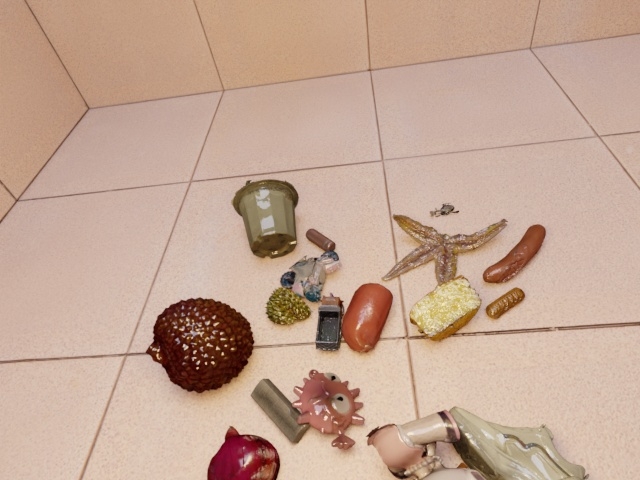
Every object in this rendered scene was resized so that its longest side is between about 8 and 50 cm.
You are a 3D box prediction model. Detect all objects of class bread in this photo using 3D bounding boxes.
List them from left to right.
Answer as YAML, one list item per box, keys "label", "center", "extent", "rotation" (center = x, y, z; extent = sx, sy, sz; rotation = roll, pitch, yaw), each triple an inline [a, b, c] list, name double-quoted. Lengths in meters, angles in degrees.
- label: "bread"
  center: [0.405, 0.235, 1.383]
  extent: [0.229, 0.139, 0.143]
  rotation: [-31, 50, -3]
- label: "bread"
  center: [0.618, 0.209, 1.429]
  extent: [0.157, 0.044, 0.052]
  rotation: [-29, 51, -16]

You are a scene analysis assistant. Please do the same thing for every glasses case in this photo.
- label: "glasses case"
  center: [-0.123, 0.506, 1.278]
  extent: [0.205, 0.047, 0.070]
  rotation: [34, 91, 36]

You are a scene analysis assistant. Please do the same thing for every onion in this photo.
- label: "onion"
  center: [-0.225, 0.596, 1.179]
  extent: [0.195, 0.139, 0.218]
  rotation: [-29, 44, -7]

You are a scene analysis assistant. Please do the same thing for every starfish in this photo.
- label: "starfish"
  center: [0.440, 0.026, 1.591]
  extent: [0.398, 0.132, 0.383]
  rotation: [23, 63, 12]

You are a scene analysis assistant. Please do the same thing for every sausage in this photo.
- label: "sausage"
  center: [0.155, 0.245, 1.426]
  extent: [0.148, 0.148, 0.254]
  rotation: [16, 51, 25]
- label: "sausage"
  center: [0.707, 0.056, 1.537]
  extent: [0.327, 0.079, 0.087]
  rotation: [-38, 51, -21]

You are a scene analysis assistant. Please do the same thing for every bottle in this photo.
- label: "bottle"
  center: [0.000, 0.000, 1.756]
  extent: [0.053, 0.053, 0.140]
  rotation: [-38, 50, -23]

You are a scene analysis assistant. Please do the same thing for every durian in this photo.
- label: "durian"
  center: [-0.132, 0.241, 1.504]
  extent: [0.187, 0.119, 0.108]
  rotation: [19, 49, 26]

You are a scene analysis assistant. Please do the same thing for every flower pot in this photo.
- label: "flower pot"
  center: [-0.207, -0.075, 1.756]
  extent: [0.291, 0.290, 0.259]
  rotation: [-14, 58, -2]

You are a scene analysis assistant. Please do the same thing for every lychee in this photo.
- label: "lychee"
  center: [-0.380, 0.320, 1.360]
  extent: [0.330, 0.306, 0.306]
  rotation: [-12, 40, -33]

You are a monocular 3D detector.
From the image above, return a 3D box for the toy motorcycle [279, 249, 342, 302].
- label: "toy motorcycle"
  center: [-0.019, 0.148, 1.585]
  extent: [0.239, 0.108, 0.204]
  rotation: [-40, 42, 8]

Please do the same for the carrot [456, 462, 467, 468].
- label: "carrot"
  center: [0.347, 0.617, 1.102]
  extent: [0.032, 0.032, 0.093]
  rotation: [29, 55, 33]

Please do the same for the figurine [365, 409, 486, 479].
- label: "figurine"
  center: [0.260, 0.608, 0.993]
  extent: [0.211, 0.253, 0.361]
  rotation: [-2, 44, -29]

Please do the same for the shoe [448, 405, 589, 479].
- label: "shoe"
  center: [0.497, 0.534, 1.090]
  extent: [0.211, 0.132, 0.342]
  rotation: [-32, 52, -24]

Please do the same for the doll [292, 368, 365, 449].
- label: "doll"
  center: [0.024, 0.483, 1.245]
  extent: [0.211, 0.093, 0.262]
  rotation: [-2, 35, -18]

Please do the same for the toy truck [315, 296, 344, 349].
- label: "toy truck"
  center: [0.032, 0.281, 1.442]
  extent: [0.083, 0.092, 0.192]
  rotation: [0, 52, 12]

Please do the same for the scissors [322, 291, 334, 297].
- label: "scissors"
  center: [0.044, 0.235, 1.547]
  extent: [0.039, 0.012, 0.113]
  rotation: [-22, 46, -9]

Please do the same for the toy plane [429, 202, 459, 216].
- label: "toy plane"
  center: [0.515, -0.126, 1.787]
  extent: [0.121, 0.031, 0.049]
  rotation: [-8, 54, 0]
